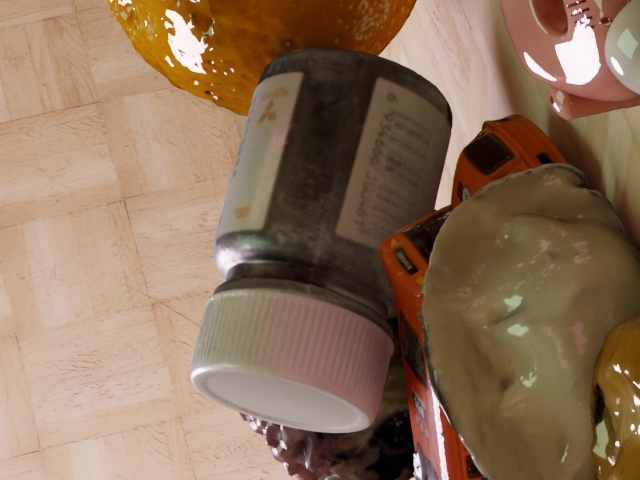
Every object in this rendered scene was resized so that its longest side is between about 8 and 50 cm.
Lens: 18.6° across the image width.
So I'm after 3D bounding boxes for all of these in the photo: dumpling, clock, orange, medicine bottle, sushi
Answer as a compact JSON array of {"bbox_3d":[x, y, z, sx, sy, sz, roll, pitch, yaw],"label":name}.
[{"bbox_3d":[0.145,0.072,1.284,0.142,0.172,0.247,147,112,-66],"label":"dumpling"},{"bbox_3d":[0.159,-0.149,1.086,0.162,0.093,0.166,139,118,-79],"label":"clock"},{"bbox_3d":[-0.052,-0.286,1.697,0.340,0.293,0.340,54,162,26],"label":"orange"},{"bbox_3d":[0.000,0.000,1.543,0.165,0.165,0.273,99,-174,-72],"label":"medicine bottle"},{"bbox_3d":[0.047,0.095,1.690,0.236,0.270,0.171,63,171,-12],"label":"sushi"}]

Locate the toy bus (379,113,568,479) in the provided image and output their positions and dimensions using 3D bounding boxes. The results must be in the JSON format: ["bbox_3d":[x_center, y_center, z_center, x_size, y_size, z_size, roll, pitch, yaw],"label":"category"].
[{"bbox_3d":[0.133,0.079,1.455,0.143,0.153,0.329,-122,22,-64],"label":"toy bus"}]

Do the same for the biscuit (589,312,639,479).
[{"bbox_3d":[0.228,0.179,1.122,0.296,0.102,0.296,165,90,-81],"label":"biscuit"}]
